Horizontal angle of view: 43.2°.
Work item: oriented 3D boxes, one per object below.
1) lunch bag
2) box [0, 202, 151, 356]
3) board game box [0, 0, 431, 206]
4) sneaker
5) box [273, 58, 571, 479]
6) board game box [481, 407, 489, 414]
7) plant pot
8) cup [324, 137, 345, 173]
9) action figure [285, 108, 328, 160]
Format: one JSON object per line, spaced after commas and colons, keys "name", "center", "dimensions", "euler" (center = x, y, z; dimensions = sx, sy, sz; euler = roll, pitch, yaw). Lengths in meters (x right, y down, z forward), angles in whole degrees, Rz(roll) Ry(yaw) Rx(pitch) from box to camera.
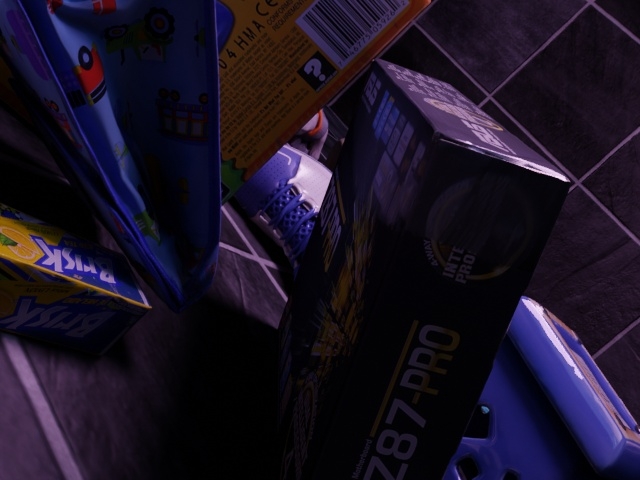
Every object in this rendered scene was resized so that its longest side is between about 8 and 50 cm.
{"name": "lunch bag", "center": [-0.158, -0.099, 0.608], "dimensions": [0.221, 0.138, 0.293], "euler": [36, -35, 46]}
{"name": "box", "center": [-0.190, 0.020, 0.511], "dimensions": [0.169, 0.054, 0.059], "euler": [30, 20, -53]}
{"name": "board game box", "center": [-0.161, -0.286, 0.894], "dimensions": [0.356, 0.356, 0.356], "euler": [43, 12, -21]}
{"name": "sneaker", "center": [0.001, 0.001, 1.078], "dimensions": [0.315, 0.127, 0.182], "euler": [49, 9, 2]}
{"name": "box", "center": [0.049, 0.033, 0.669], "dimensions": [0.097, 0.318, 0.395], "euler": [19, 18, -8]}
{"name": "board game box", "center": [0.280, 0.281, 1.381], "dimensions": [0.186, 0.026, 0.126], "euler": [31, 20, -53]}
{"name": "plant pot", "center": [0.204, 0.201, 0.853], "dimensions": [0.236, 0.212, 0.236], "euler": [32, 25, -53]}
{"name": "cup", "center": [0.119, -0.059, 1.362], "dimensions": [0.237, 0.331, 0.331], "euler": [16, 19, -10]}
{"name": "action figure", "center": [-0.095, -0.280, 1.593], "dimensions": [0.341, 0.178, 0.330], "euler": [44, 2, -23]}
